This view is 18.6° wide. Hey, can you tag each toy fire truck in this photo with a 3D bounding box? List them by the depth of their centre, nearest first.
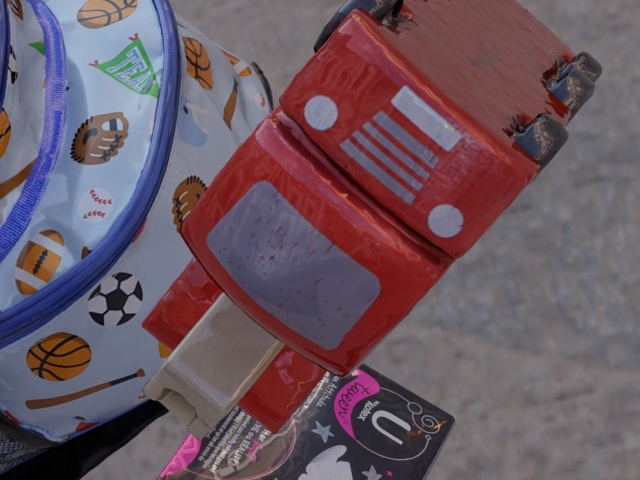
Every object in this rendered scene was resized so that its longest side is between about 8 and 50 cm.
[{"bbox_3d":[0.000,0.000,0.431,0.135,0.047,0.192,-49,-1,18],"label":"toy fire truck"}]

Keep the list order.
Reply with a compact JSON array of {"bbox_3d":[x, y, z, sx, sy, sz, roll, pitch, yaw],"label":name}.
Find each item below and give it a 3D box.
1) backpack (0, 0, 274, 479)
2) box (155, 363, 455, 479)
[{"bbox_3d":[-0.156,-0.020,0.958,0.263,0.213,0.276,-21,55,17],"label":"backpack"},{"bbox_3d":[-0.040,0.197,1.202,0.142,0.163,0.247,31,39,5],"label":"box"}]
